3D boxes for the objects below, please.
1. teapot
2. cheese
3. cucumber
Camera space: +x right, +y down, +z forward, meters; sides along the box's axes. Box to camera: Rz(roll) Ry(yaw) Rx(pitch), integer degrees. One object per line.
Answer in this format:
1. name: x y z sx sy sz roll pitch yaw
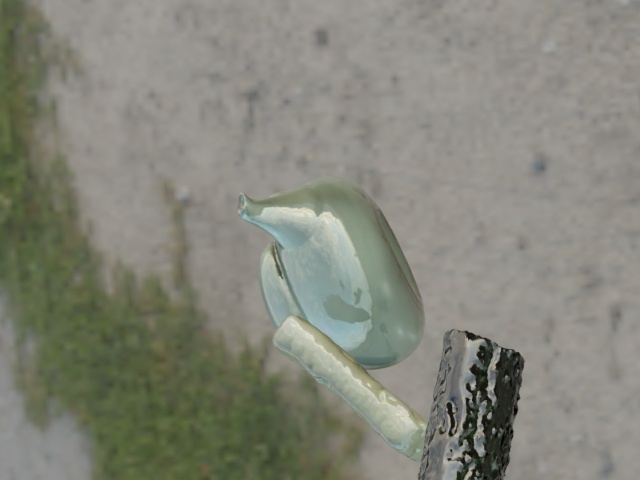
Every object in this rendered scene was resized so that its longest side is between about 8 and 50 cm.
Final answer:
1. teapot: 0.016 0.034 2.065 0.318 0.149 0.220 -8 -105 -85
2. cheese: 0.033 0.136 1.840 0.194 0.065 0.043 37 92 30
3. cucumber: 0.101 0.204 1.494 0.072 0.072 0.300 -40 31 53
